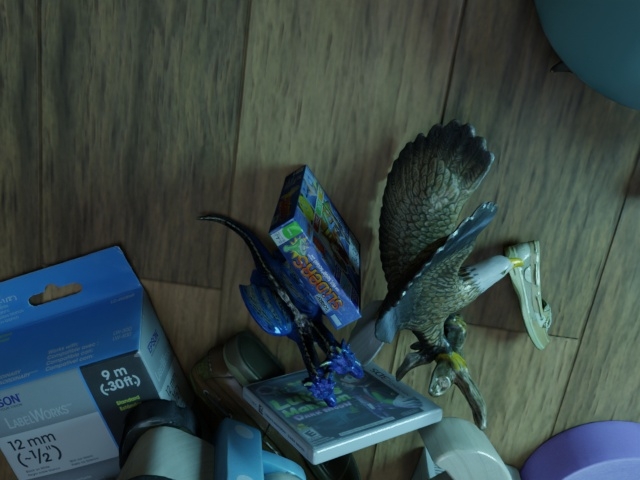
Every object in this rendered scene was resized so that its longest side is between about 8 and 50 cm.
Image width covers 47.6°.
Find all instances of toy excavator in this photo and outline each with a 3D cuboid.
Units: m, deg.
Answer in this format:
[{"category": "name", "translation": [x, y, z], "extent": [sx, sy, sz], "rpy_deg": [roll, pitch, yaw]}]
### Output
[{"category": "toy excavator", "translation": [-0.047, 0.354, 0.898], "extent": [0.445, 0.222, 0.432], "rpy_deg": [26, 102, -15]}]

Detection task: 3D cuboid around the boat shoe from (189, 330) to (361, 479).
[{"category": "boat shoe", "translation": [-0.059, 0.269, 1.027], "extent": [0.104, 0.110, 0.307], "rpy_deg": [-34, 97, 19]}]

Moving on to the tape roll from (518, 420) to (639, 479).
[{"category": "tape roll", "translation": [0.427, 0.403, 1.061], "extent": [0.275, 0.090, 0.274], "rpy_deg": [1, 113, 2]}]

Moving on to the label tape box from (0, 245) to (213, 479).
[{"category": "label tape box", "translation": [-0.327, 0.209, 1.004], "extent": [0.249, 0.115, 0.347], "rpy_deg": [-17, 112, 8]}]

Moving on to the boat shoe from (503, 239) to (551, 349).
[{"category": "boat shoe", "translation": [0.282, 0.073, 0.954], "extent": [0.048, 0.056, 0.152], "rpy_deg": [-17, 103, 14]}]

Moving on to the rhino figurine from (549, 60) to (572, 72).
[{"category": "rhino figurine", "translation": [0.377, -0.216, 0.804], "extent": [0.244, 0.106, 0.073], "rpy_deg": [-10, 110, 6]}]

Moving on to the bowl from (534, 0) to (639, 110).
[{"category": "bowl", "translation": [0.372, -0.288, 0.681], "extent": [0.312, 0.163, 0.311], "rpy_deg": [-1, 83, 6]}]

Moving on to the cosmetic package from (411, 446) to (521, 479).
[{"category": "cosmetic package", "translation": [0.200, 0.430, 1.048], "extent": [0.152, 0.151, 0.183], "rpy_deg": [14, 113, -4]}]

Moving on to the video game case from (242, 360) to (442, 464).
[{"category": "video game case", "translation": [0.025, 0.204, 0.913], "extent": [0.191, 0.173, 0.022], "rpy_deg": [-10, 110, -32]}]

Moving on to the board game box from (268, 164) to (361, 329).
[{"category": "board game box", "translation": [0.000, 0.000, 0.857], "extent": [0.035, 0.201, 0.136], "rpy_deg": [-30, 107, 14]}]

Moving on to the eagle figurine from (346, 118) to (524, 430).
[{"category": "eagle figurine", "translation": [0.136, 0.036, 0.867], "extent": [0.225, 0.226, 0.298], "rpy_deg": [-38, 130, -24]}]

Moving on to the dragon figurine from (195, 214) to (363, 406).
[{"category": "dragon figurine", "translation": [-0.046, 0.068, 0.904], "extent": [0.085, 0.144, 0.289], "rpy_deg": [-35, 93, 0]}]
